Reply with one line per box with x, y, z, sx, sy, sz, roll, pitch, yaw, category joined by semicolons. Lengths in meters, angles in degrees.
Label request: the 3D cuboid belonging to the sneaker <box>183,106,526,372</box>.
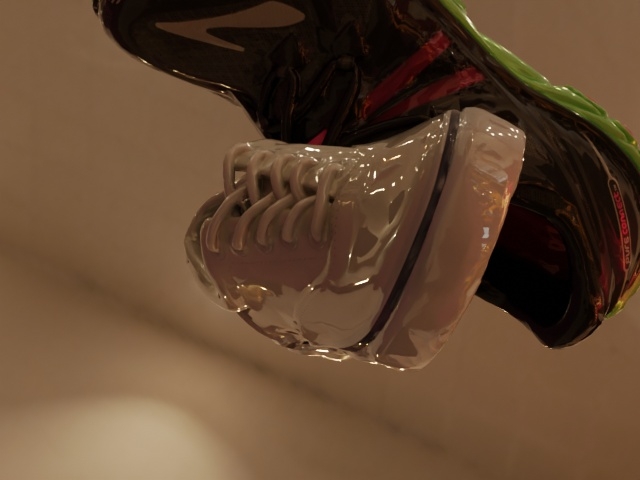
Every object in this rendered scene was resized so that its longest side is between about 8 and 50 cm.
0.000;0.000;0.727;0.091;0.094;0.258;21;-17;-11;sneaker

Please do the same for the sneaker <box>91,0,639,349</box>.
0.045;-0.084;1.401;0.483;0.202;0.185;29;-43;-5;sneaker
